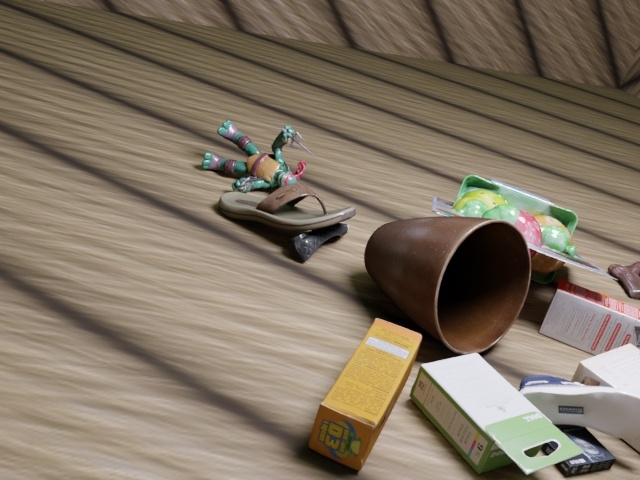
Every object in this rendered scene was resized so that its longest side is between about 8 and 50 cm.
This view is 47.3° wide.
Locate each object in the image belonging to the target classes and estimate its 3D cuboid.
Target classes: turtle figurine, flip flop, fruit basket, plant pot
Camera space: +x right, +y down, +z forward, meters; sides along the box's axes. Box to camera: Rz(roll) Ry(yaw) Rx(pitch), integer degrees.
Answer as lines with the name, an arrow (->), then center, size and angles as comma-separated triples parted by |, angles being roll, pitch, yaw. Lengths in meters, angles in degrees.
turtle figurine -> -0.128, -0.159, 1.535 | 0.234, 0.118, 0.175 | 26, 69, 26
flip flop -> -0.068, -0.073, 1.374 | 0.277, 0.080, 0.112 | 12, 17, 27
fruit basket -> 0.365, -0.024, 1.370 | 0.327, 0.165, 0.353 | 21, 4, 7
plant pot -> 0.185, 0.045, 1.202 | 0.215, 0.215, 0.230 | -6, 18, -36

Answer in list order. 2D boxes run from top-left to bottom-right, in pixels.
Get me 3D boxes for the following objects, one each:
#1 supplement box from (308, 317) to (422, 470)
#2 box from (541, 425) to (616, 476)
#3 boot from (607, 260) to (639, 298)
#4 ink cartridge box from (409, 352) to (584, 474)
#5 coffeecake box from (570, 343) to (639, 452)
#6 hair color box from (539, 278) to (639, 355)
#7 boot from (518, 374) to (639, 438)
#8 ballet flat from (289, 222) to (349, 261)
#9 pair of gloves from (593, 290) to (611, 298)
supplement box -> 0.064, 0.193, 0.959 | 0.080, 0.078, 0.233 | 20, 26, 12
box -> 0.342, 0.282, 0.984 | 0.083, 0.018, 0.067 | 1, 28, -26
boot -> 0.671, 0.085, 1.523 | 0.106, 0.037, 0.114 | -4, 25, -7
ink cartridge box -> 0.224, 0.240, 0.960 | 0.109, 0.062, 0.209 | -4, 32, -33
coffeecake box -> 0.485, 0.243, 1.078 | 0.142, 0.068, 0.185 | -8, 33, -37
hair color box -> 0.471, 0.142, 1.245 | 0.167, 0.093, 0.053 | 23, 27, 16
boot -> 0.371, 0.222, 1.022 | 0.190, 0.069, 0.086 | 5, 12, 18
ballet flat -> 0.000, 0.000, 1.367 | 0.057, 0.049, 0.173 | -19, 1, 37
pair of gloves -> 0.541, 0.120, 1.419 | 0.083, 0.010, 0.074 | -4, 31, -32
